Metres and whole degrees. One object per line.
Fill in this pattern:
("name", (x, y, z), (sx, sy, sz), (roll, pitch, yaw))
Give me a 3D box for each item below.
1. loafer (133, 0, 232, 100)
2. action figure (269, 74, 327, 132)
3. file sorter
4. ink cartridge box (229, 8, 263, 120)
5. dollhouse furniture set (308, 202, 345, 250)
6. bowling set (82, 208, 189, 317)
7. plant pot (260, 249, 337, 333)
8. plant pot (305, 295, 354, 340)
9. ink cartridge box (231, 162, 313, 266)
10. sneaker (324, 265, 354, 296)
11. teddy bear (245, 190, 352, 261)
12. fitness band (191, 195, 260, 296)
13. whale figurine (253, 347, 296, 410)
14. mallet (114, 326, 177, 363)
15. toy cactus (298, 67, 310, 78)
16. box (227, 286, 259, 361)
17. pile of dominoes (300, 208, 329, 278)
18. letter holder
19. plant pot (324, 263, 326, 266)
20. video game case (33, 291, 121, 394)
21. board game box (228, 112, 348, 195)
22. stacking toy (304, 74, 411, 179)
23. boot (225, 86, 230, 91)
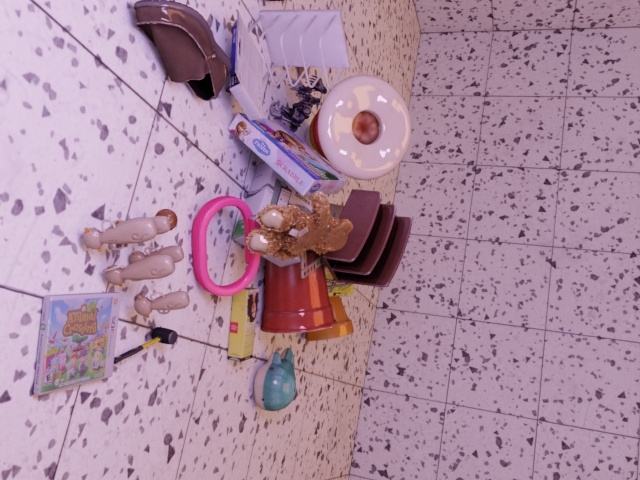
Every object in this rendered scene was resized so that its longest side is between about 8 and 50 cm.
("loafer", (-0.317, -0.445, 1.411), (0.366, 0.134, 0.130), (32, 65, -68))
("action figure", (-0.083, -0.477, 2.022), (0.164, 0.141, 0.275), (-64, -165, -19))
("file sorter", (-0.077, -0.593, 1.840), (0.193, 0.277, 0.173), (75, 33, -45))
("ink cartridge box", (-0.219, -0.493, 1.668), (0.224, 0.045, 0.223), (60, 26, -64))
("dollhouse furniture set", (0.031, -0.021, 2.269), (0.303, 0.286, 0.198), (-39, 133, -49))
("bowling set", (-0.404, 0.023, 1.342), (0.200, 0.154, 0.287), (-97, 176, -53))
("plant pot", (-0.087, 0.170, 2.071), (0.272, 0.272, 0.265), (-9, 95, -70))
("plant pot", (0.026, 0.318, 2.513), (0.205, 0.205, 0.188), (-2, 81, -70))
("ink cartridge box", (-0.135, -0.092, 1.909), (0.211, 0.121, 0.289), (31, 61, -31))
("sneaker", (0.048, 0.169, 2.286), (0.147, 0.384, 0.145), (59, 4, 10))
("teddy bear", (-0.068, -0.037, 1.724), (0.338, 0.113, 0.245), (-14, 131, -31))
("fitness band", (-0.266, 0.018, 1.676), (0.209, 0.054, 0.291), (-15, 112, -41))
("whale figurine", (-0.139, 0.507, 2.152), (0.272, 0.141, 0.216), (-46, 137, -61))
("mallet", (-0.421, 0.258, 1.420), (0.189, 0.062, 0.039), (-32, 124, -65))
("toy cactus", (-0.048, -0.691, 2.166), (0.219, 0.112, 0.180), (-72, 168, -53))
("box", (-0.251, 0.270, 1.902), (0.087, 0.058, 0.232), (1, 95, -70))
("pile of dominoes", (0.000, 0.000, 1.939), (0.251, 0.040, 0.196), (-35, 127, -64))
("letter holder", (0.172, -0.009, 2.009), (0.302, 0.214, 0.152), (-65, 146, -29))
("plant pot", (0.043, 0.081, 2.478), (0.212, 0.212, 0.187), (-36, 116, -64))
("video game case", (-0.504, 0.208, 1.234), (0.212, 0.023, 0.193), (8, 87, -70))
("board game box", (-0.092, -0.267, 1.855), (0.066, 0.318, 0.318), (-51, 168, 17))
("stacking toy", (0.079, -0.396, 2.154), (0.480, 0.350, 0.351), (-167, -99, -67))
("boot", (-0.253, -0.494, 1.723), (0.106, 0.037, 0.114), (-50, 141, -67))
